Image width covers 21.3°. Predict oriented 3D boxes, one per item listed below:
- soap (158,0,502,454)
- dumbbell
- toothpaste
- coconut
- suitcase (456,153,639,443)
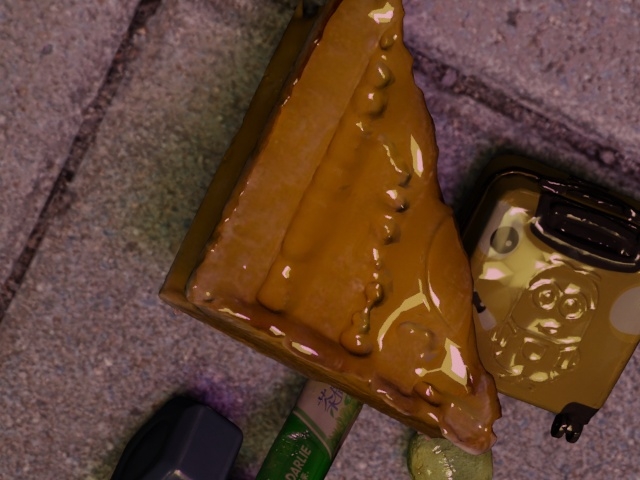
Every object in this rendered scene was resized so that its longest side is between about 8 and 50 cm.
[{"bbox_3d":[0.070,-0.030,1.475,0.304,0.169,0.338,29,80,-18],"label":"soap"},{"bbox_3d":[-0.054,0.293,1.681,0.316,0.156,0.143,38,77,-17],"label":"dumbbell"},{"bbox_3d":[-0.010,0.186,1.614,0.078,0.047,0.248,36,63,-13],"label":"toothpaste"},{"bbox_3d":[0.130,0.214,1.683,0.088,0.096,0.087,15,117,33],"label":"coconut"},{"bbox_3d":[0.202,0.044,1.577,0.194,0.143,0.234,21,112,-10],"label":"suitcase"}]
